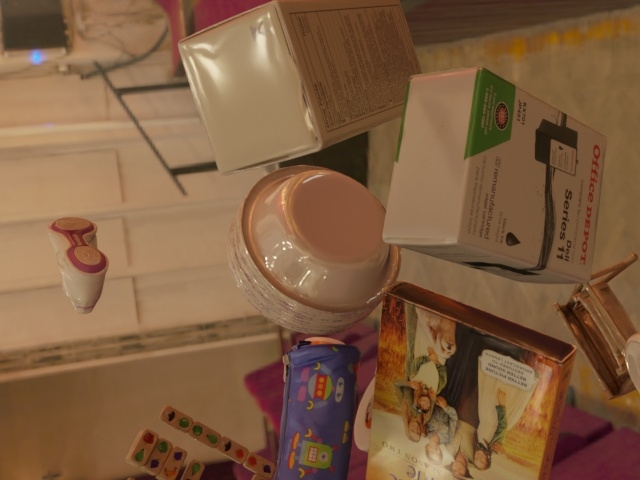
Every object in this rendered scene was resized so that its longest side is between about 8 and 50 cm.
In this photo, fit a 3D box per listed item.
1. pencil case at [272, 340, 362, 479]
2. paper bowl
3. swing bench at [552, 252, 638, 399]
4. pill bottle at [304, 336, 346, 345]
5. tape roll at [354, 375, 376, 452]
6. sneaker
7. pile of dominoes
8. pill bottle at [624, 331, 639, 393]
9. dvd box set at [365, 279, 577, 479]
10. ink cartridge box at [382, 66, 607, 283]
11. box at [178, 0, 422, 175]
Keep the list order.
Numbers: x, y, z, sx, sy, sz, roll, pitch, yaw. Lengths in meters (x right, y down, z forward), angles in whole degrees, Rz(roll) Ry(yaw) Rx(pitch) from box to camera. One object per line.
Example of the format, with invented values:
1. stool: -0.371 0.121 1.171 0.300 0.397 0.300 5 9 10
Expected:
1. pencil case: -0.011 0.308 1.341 0.119 0.133 0.305 134 144 -70
2. paper bowl: 0.000 0.000 1.359 0.148 0.285 0.284 127 137 -50
3. swing bench: 0.677 0.212 1.921 0.253 0.165 0.254 63 159 23
4. pill bottle: -0.003 0.332 1.828 0.121 0.121 0.216 102 178 -58
5. tape roll: 0.166 0.416 2.014 0.219 0.072 0.219 -58 16 26
6. sneaker: -0.554 0.049 1.866 0.305 0.114 0.152 -127 45 -54
7. pile of dominoes: -0.213 0.415 1.420 0.040 0.251 0.195 -34 27 59
8. pill bottle: 0.578 0.159 1.209 0.131 0.229 0.131 160 90 -82
9. dvd box set: 0.222 0.302 1.337 0.308 0.062 0.420 22 121 32
10. ink cartridge box: 0.166 -0.050 0.756 0.087 0.209 0.152 1 80 48
11. box: -0.002 -0.178 0.902 0.311 0.121 0.147 -29 -76 -59
